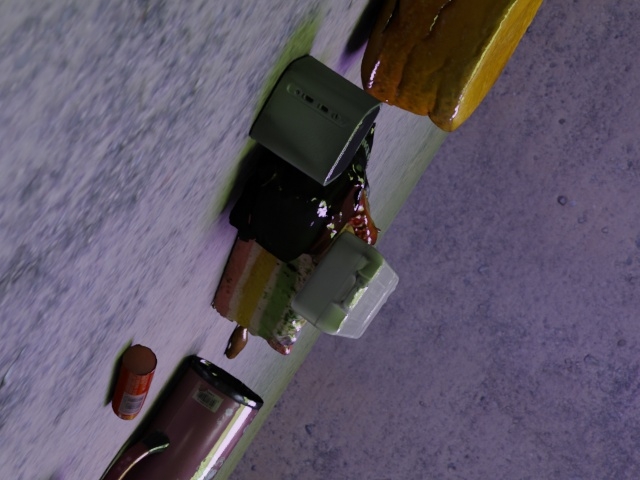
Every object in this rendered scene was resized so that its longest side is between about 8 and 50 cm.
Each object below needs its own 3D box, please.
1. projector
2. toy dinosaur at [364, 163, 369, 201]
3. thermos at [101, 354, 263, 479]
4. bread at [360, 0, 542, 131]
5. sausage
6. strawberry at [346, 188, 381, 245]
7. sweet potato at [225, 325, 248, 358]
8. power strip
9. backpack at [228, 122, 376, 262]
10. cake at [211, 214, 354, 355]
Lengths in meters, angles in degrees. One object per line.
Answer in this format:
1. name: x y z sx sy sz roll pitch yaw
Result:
1. projector: -0.003 -0.108 1.188 0.083 0.082 0.083 -59 174 20
2. toy dinosaur: 0.014 -0.047 1.760 0.162 0.077 0.294 -61 -172 6
3. thermos: -0.209 0.312 1.658 0.330 0.109 0.136 -56 175 0
4. bread: 0.148 -0.247 1.385 0.270 0.142 0.195 -60 171 16
5. sausage: -0.186 0.145 1.305 0.034 0.034 0.129 -53 173 -33
6. strawberry: 0.017 -0.057 1.528 0.192 0.085 0.140 -71 150 -77
7. sweet potato: -0.124 0.154 1.946 0.026 0.026 0.115 -53 176 -34
8. power strip: 0.033 0.055 1.434 0.098 0.058 0.338 -56 171 -1
9. backpack: -0.005 -0.063 1.294 0.165 0.106 0.120 -53 176 -35
10. cake: -0.043 0.031 1.496 0.090 0.109 0.225 -51 172 -37
